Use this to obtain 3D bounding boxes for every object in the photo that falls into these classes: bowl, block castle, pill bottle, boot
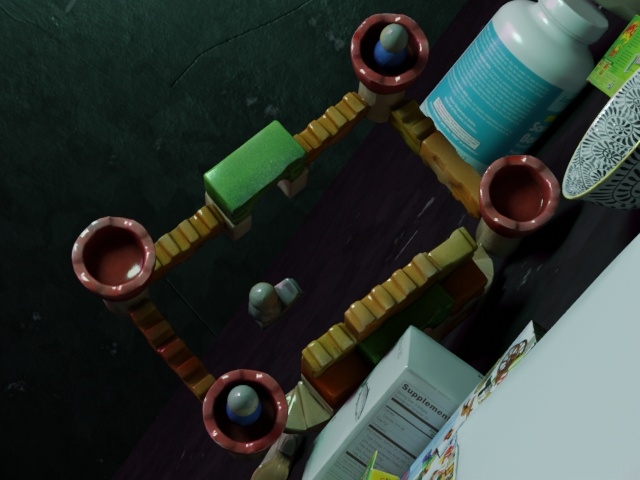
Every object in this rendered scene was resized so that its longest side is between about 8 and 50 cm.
[{"bbox_3d":[0.301,-0.085,1.348,0.170,0.080,0.170,-53,9,12],"label":"bowl"},{"bbox_3d":[0.000,0.000,1.576,0.453,0.303,0.213,-38,-13,-13],"label":"block castle"},{"bbox_3d":[0.245,-0.201,1.890,0.264,0.146,0.146,-50,10,30],"label":"pill bottle"},{"bbox_3d":[-0.061,0.303,2.022,0.118,0.042,0.087,-55,2,-4],"label":"boot"}]

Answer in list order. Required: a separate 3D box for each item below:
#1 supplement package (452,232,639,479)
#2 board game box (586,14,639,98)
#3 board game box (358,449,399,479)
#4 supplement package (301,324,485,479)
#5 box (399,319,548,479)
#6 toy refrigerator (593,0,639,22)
[{"bbox_3d":[0.186,0.151,0.856,0.204,0.145,0.262,-51,10,25],"label":"supplement package"},{"bbox_3d":[0.347,-0.186,1.611,0.092,0.043,0.181,-53,9,11],"label":"board game box"},{"bbox_3d":[0.018,0.319,1.298,0.124,0.039,0.259,114,172,-53],"label":"board game box"},{"bbox_3d":[0.073,0.193,1.453,0.179,0.105,0.105,-52,7,19],"label":"supplement package"},{"bbox_3d":[0.136,0.195,1.304,0.233,0.044,0.159,-53,8,17],"label":"box"},{"bbox_3d":[0.401,-0.331,1.723,0.102,0.094,0.269,-63,9,-6],"label":"toy refrigerator"}]
